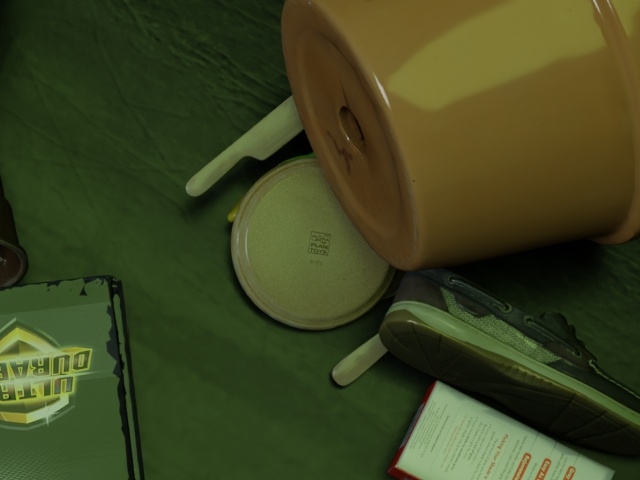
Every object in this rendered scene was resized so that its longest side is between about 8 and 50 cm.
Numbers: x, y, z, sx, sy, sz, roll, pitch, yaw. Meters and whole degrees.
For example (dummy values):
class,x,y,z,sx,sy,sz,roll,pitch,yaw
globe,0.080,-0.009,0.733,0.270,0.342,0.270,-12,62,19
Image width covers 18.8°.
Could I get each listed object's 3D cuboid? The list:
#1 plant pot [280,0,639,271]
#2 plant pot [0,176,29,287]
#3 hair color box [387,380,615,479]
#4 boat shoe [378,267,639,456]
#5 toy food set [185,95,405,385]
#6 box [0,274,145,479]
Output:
class,x,y,z,sx,sy,sz,roll,pitch,yaw
plant pot,0.107,-0.108,1.278,0.203,0.291,0.291,-24,81,-15
plant pot,-0.286,-0.052,1.300,0.167,0.167,0.165,-5,70,-8
hair color box,0.126,0.162,1.353,0.141,0.043,0.072,28,76,1
boat shoe,0.151,0.081,1.351,0.223,0.080,0.073,25,64,-10
toy food set,0.000,0.000,1.382,0.132,0.038,0.192,-37,95,-8
box,-0.261,0.186,1.280,0.295,0.073,0.293,-6,81,-7
